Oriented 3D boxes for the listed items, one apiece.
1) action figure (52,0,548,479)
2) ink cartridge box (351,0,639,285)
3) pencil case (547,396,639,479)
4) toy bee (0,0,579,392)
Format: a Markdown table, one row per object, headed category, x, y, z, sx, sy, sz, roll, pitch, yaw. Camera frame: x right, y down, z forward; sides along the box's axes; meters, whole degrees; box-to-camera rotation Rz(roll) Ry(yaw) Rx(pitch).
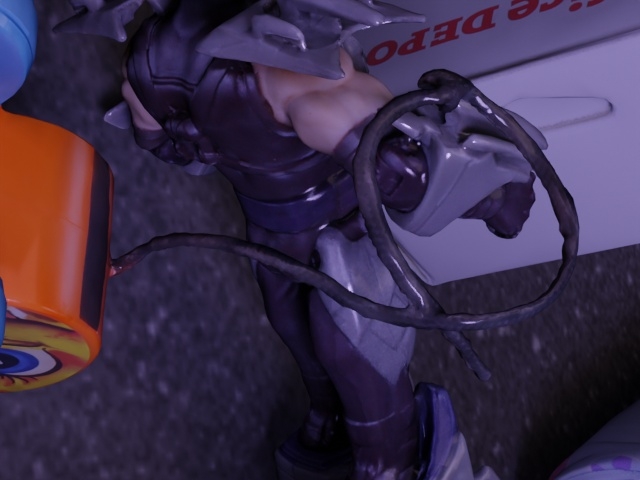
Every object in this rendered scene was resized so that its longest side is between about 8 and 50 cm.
| category | x | y | z | sx | sy | sz | roll | pitch | yaw |
| --- | --- | --- | --- | --- | --- | --- | --- | --- | --- |
| action figure | 0.000 | 0.000 | 0.528 | 0.099 | 0.185 | 0.285 | -25 | 115 | -20 |
| ink cartridge box | 0.128 | -0.139 | 0.701 | 0.121 | 0.211 | 0.289 | 47 | 45 | -35 |
| pencil case | 0.208 | 0.123 | 0.792 | 0.273 | 0.113 | 0.124 | -27 | 108 | -54 |
| toy bee | -0.115 | 0.008 | 0.394 | 0.298 | 0.162 | 0.195 | 31 | 59 | -12 |
